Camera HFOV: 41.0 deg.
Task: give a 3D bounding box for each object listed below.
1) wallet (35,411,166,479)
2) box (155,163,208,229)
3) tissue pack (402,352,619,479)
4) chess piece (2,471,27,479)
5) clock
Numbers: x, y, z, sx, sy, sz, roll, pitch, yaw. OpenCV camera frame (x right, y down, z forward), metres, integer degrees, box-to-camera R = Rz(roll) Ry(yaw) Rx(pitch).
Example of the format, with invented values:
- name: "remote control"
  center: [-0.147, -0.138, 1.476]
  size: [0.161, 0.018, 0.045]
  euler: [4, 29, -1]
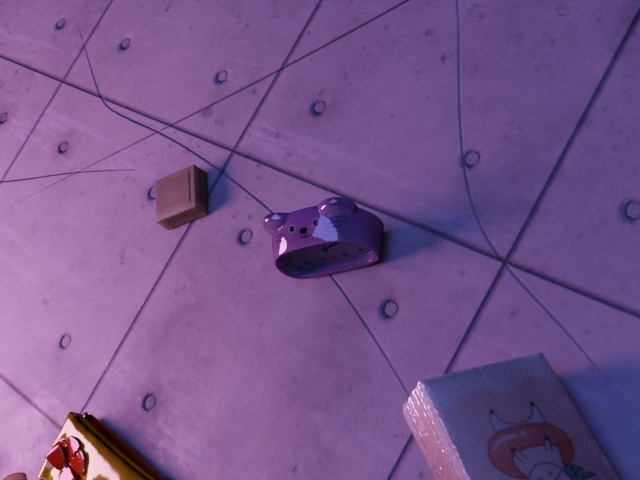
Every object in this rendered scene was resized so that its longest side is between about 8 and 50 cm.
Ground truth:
- name: "wallet"
  center: [-0.300, 0.348, 1.171]
  size: [0.241, 0.067, 0.141]
  euler: [26, 85, 37]
- name: "box"
  center: [-0.217, -0.069, 1.334]
  size: [0.079, 0.035, 0.083]
  euler: [-19, 58, 24]
- name: "tissue pack"
  center: [0.220, 0.269, 0.824]
  size: [0.071, 0.170, 0.325]
  euler: [111, 144, -45]
- name: "chess piece"
  center: [-0.434, 0.376, 1.233]
  size: [0.038, 0.083, 0.083]
  euler: [-14, 52, -19]
- name: "clock"
  center: [0.000, 0.000, 1.117]
  size: [0.153, 0.110, 0.050]
  euler: [-14, 58, 27]
